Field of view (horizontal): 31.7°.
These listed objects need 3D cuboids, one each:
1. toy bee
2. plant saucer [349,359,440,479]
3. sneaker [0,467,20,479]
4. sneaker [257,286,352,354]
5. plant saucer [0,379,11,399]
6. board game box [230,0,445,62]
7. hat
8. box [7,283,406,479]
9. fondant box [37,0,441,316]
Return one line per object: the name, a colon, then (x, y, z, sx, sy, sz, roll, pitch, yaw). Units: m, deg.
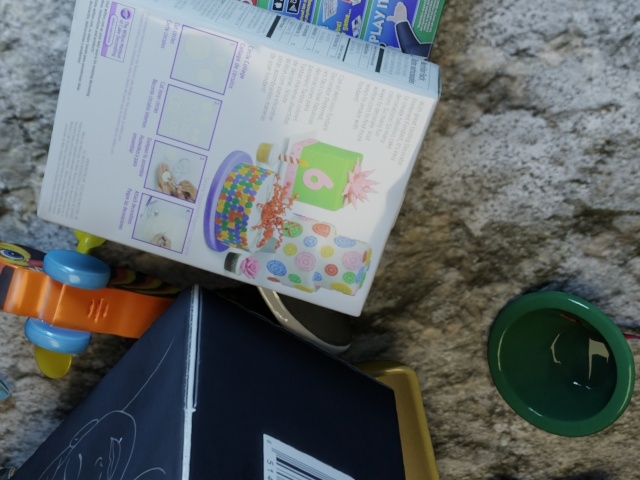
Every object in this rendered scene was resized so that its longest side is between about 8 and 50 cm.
toy bee: (-0.292, 0.036, 1.207, 0.298, 0.162, 0.195, 37, 88, -42)
plant saucer: (-0.022, 0.282, 1.424, 0.332, 0.081, 0.333, -11, 126, 5)
sneaker: (-0.391, 0.359, 1.469, 0.077, 0.072, 0.178, 9, 117, 3)
sneaker: (0.000, 0.000, 1.208, 0.146, 0.105, 0.296, -22, 120, 17)
plant saucer: (-0.445, 0.128, 1.320, 0.067, 0.018, 0.192, -23, 125, 12)
board game box: (0.023, -0.283, 1.044, 0.213, 0.046, 0.317, 8, 125, -9)
hat: (0.334, 0.136, 1.385, 0.208, 0.183, 0.173, 35, 117, 22)
box: (-0.155, 0.395, 1.142, 0.297, 0.480, 0.472, 31, 122, -26)
fondant box: (-0.079, -0.093, 1.063, 0.330, 0.096, 0.238, 18, 117, -1)
